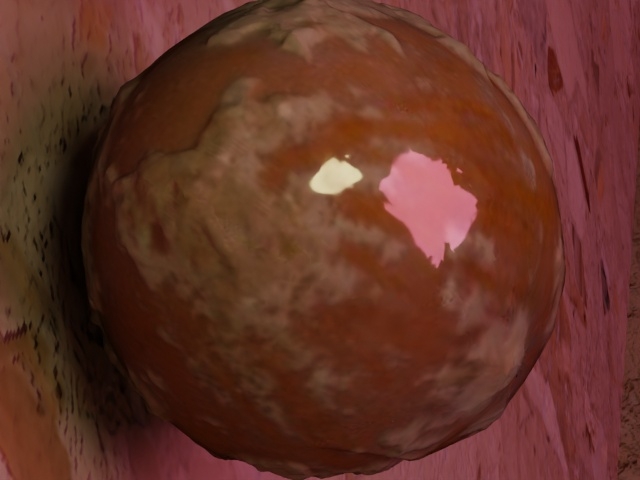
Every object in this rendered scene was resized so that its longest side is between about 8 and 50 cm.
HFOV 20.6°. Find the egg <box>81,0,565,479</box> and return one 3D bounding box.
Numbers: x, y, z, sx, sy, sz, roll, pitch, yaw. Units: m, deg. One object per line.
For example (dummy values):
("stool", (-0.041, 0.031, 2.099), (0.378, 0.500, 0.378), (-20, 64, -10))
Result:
("egg", (0.000, 0.000, 0.697), (0.233, 0.195, 0.195), (36, 52, -74))
